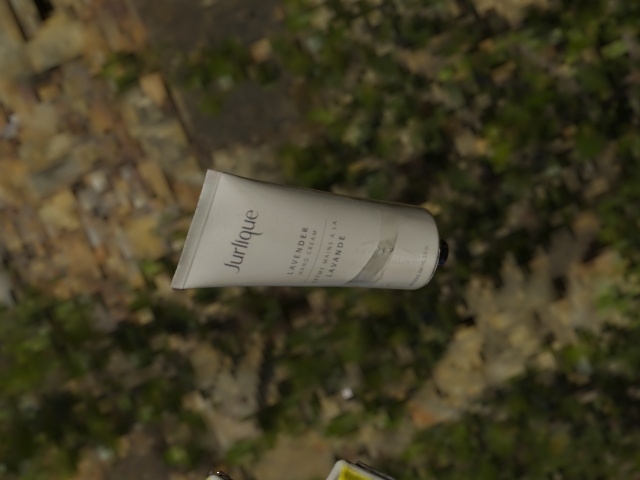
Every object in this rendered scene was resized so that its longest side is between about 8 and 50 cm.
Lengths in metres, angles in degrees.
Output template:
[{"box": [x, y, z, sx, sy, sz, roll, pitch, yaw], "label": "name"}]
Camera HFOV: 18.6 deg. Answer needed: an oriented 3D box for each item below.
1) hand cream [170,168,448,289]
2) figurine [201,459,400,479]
[{"box": [0.000, 0.000, 1.248, 0.054, 0.186, 0.087, 54, 132, 50], "label": "hand cream"}, {"box": [-0.032, 0.279, 1.289, 0.143, 0.308, 0.308, 52, -177, -27], "label": "figurine"}]
